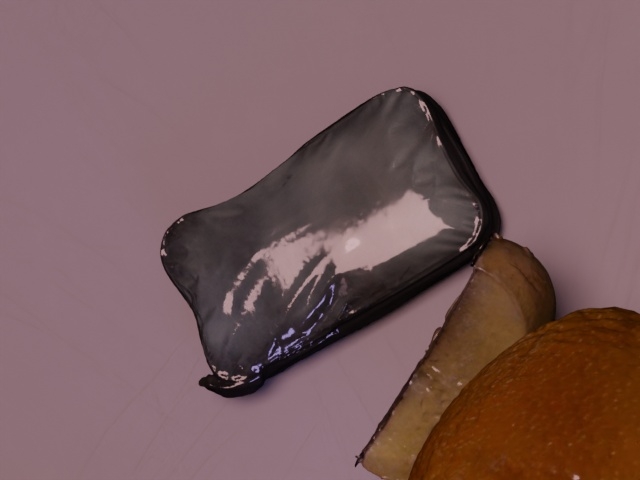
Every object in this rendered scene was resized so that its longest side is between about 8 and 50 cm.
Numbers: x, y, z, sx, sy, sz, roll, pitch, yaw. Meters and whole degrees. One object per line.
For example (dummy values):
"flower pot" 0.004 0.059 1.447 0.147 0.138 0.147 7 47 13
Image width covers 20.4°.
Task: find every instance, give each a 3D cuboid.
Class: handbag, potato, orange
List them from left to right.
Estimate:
"handbag" -0.003 0.001 1.702 0.332 0.075 0.191 -31 69 11
"potato" 0.135 0.108 1.581 0.098 0.138 0.243 32 113 4
"orange" 0.220 0.230 1.392 0.322 0.322 0.357 4 62 26
